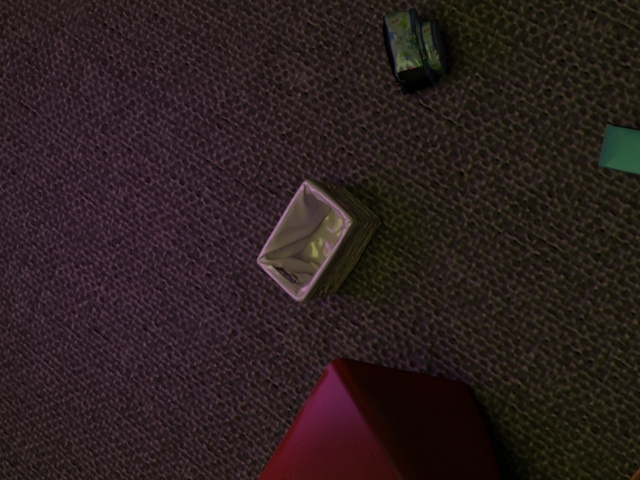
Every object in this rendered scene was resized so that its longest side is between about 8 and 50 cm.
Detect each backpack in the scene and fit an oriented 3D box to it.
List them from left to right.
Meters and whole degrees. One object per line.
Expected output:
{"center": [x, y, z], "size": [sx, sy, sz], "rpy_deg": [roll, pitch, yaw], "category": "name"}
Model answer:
{"center": [0.142, -0.288, 1.990], "size": [0.084, 0.105, 0.114], "rpy_deg": [-16, 82, 10], "category": "backpack"}

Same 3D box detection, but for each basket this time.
{"center": [0.000, 0.000, 2.090], "size": [0.113, 0.103, 0.167], "rpy_deg": [42, 112, 25], "category": "basket"}

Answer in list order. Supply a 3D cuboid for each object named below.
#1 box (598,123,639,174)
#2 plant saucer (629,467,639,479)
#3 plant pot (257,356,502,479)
{"center": [0.502, -0.102, 1.759], "size": [0.244, 0.100, 0.060], "rpy_deg": [14, 98, 32], "category": "box"}
{"center": [0.507, 0.384, 1.812], "size": [0.200, 0.037, 0.200], "rpy_deg": [1, 91, 33], "category": "plant saucer"}
{"center": [0.105, 0.359, 1.894], "size": [0.267, 0.267, 0.236], "rpy_deg": [-59, 39, 20], "category": "plant pot"}
